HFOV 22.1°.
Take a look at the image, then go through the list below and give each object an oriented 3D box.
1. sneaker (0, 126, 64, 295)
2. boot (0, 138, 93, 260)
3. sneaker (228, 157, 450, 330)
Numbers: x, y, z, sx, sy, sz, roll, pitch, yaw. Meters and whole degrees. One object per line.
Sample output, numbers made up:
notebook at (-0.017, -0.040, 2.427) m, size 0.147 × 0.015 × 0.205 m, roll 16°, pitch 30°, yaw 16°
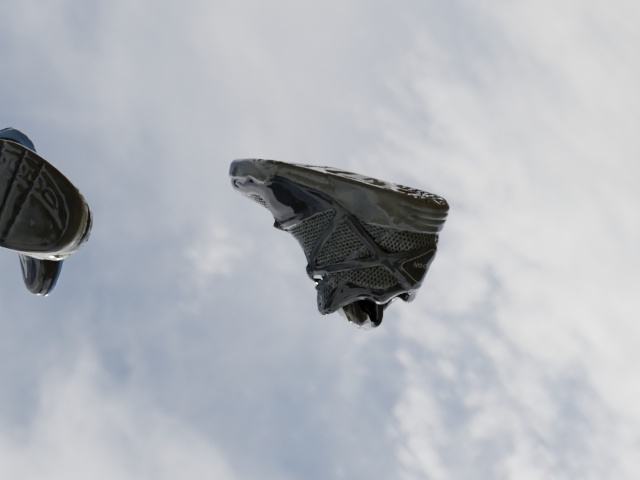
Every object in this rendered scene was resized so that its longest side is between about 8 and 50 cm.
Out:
sneaker at (-0.325, -0.025, 1.731) m, size 0.078 × 0.188 × 0.067 m, roll -31°, pitch -149°, yaw -35°
boot at (-0.253, -0.027, 1.437) m, size 0.236 × 0.085 × 0.178 m, roll 18°, pitch 174°, yaw 32°
sneaker at (0.000, 0.000, 1.407) m, size 0.227 × 0.130 × 0.087 m, roll 19°, pitch -170°, yaw 35°
